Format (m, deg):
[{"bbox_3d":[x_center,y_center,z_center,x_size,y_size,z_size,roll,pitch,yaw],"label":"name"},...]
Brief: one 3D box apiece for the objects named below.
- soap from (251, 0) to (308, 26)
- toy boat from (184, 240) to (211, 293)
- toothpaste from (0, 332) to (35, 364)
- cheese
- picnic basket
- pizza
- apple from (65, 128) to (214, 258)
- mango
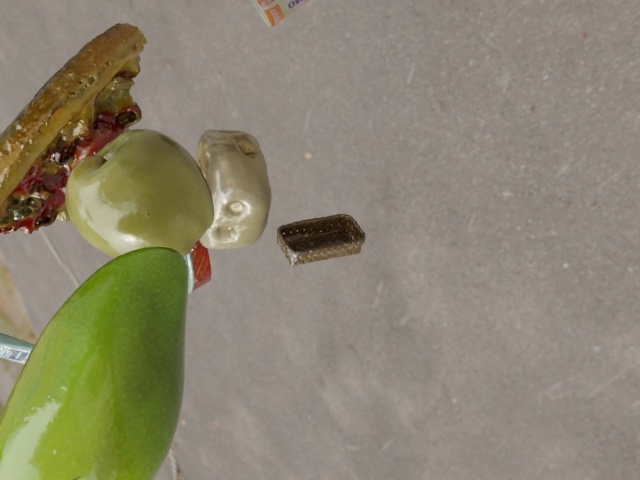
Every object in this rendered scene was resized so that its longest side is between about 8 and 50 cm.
[{"bbox_3d":[-0.072,-0.552,1.590,0.138,0.199,0.182,56,-177,11],"label":"soap"},{"bbox_3d":[-0.325,-0.014,1.781,0.145,0.133,0.332,-125,24,-55],"label":"toy boat"},{"bbox_3d":[-0.497,0.145,1.191,0.205,0.036,0.056,25,132,-26],"label":"toothpaste"},{"bbox_3d":[-0.159,-0.096,1.429,0.235,0.117,0.218,136,132,-66],"label":"cheese"},{"bbox_3d":[0.000,0.000,1.793,0.110,0.193,0.055,-124,32,-42],"label":"picnic basket"},{"bbox_3d":[-0.418,-0.135,1.413,0.130,0.440,0.406,37,169,10],"label":"pizza"},{"bbox_3d":[-0.242,-0.057,1.100,0.200,0.200,0.200,36,145,31],"label":"apple"},{"bbox_3d":[-0.235,0.159,0.888,0.192,0.343,0.156,10,159,24],"label":"mango"}]
